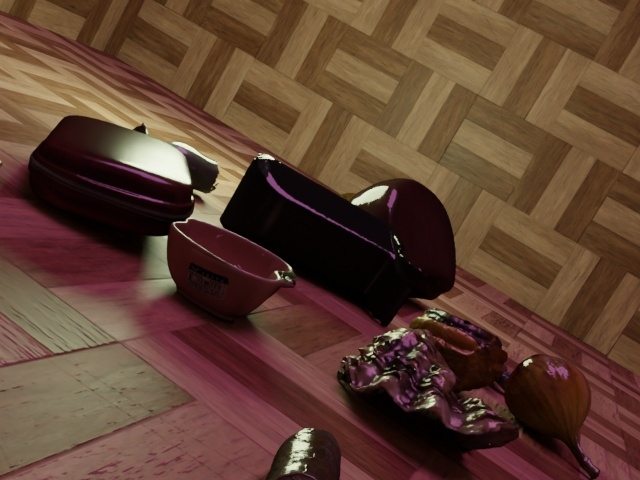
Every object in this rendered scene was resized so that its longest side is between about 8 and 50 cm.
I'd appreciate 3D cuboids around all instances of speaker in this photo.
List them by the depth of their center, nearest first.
[{"bbox_3d":[0.000,0.000,1.632,0.388,0.180,0.184,28,14,-14],"label":"speaker"}]

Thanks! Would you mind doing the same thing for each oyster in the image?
[{"bbox_3d":[0.150,0.204,1.158,0.238,0.115,0.351,30,9,0],"label":"oyster"}]

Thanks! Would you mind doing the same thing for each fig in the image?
[{"bbox_3d":[0.442,0.302,1.442,0.230,0.143,0.160,37,-6,45],"label":"fig"}]

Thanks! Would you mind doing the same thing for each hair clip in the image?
[{"bbox_3d":[0.329,0.254,1.649,0.187,0.056,0.146,31,2,23],"label":"hair clip"}]

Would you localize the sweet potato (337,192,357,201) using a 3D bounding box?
[{"bbox_3d":[0.015,-0.046,2.020,0.157,0.158,0.369,34,21,25],"label":"sweet potato"}]

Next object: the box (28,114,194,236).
[{"bbox_3d":[-0.337,-0.112,1.321,0.263,0.108,0.404,18,11,-15],"label":"box"}]

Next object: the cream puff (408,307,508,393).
[{"bbox_3d":[0.234,0.200,1.398,0.189,0.129,0.189,23,-2,1],"label":"cream puff"}]

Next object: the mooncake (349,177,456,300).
[{"bbox_3d":[0.199,0.009,1.978,0.326,0.174,0.334,-40,111,-54],"label":"mooncake"}]

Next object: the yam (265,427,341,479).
[{"bbox_3d":[-0.018,0.219,0.712,0.069,0.070,0.146,30,9,0],"label":"yam"}]

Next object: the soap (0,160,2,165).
[{"bbox_3d":[-0.522,-0.131,1.205,0.089,0.012,0.034,20,14,-47],"label":"soap"}]

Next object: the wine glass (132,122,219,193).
[{"bbox_3d":[-0.327,-0.177,1.778,0.222,0.103,0.103,21,13,-44],"label":"wine glass"}]

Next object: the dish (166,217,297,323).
[{"bbox_3d":[-0.139,0.053,1.167,0.213,0.090,0.213,27,9,-4],"label":"dish"}]
